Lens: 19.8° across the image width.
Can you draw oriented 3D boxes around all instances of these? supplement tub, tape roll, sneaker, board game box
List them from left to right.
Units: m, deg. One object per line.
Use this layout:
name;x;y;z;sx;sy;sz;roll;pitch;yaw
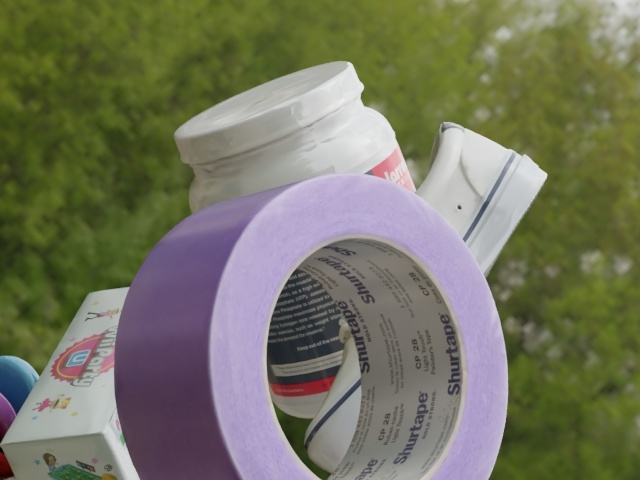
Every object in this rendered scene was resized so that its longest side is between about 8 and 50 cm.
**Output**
board game box;-0.135;0.220;1.531;0.224;0.097;0.303;-67;144;-57
tape roll;-0.002;0.065;0.895;0.080;0.189;0.189;-12;-54;50
supplement tub;0.000;0.000;1.602;0.272;0.191;0.191;68;-10;-13
sneaker;0.050;0.035;1.220;0.091;0.258;0.094;32;-22;8

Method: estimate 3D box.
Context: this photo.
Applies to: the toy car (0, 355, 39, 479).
toy car;-0.288;0.174;1.549;0.159;0.182;0.136;14;-41;31
